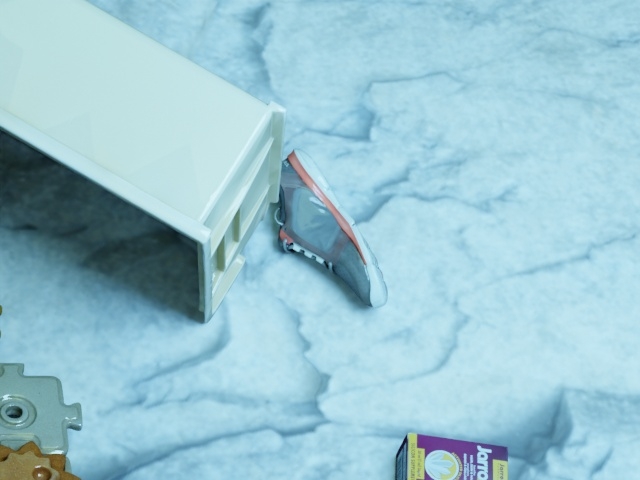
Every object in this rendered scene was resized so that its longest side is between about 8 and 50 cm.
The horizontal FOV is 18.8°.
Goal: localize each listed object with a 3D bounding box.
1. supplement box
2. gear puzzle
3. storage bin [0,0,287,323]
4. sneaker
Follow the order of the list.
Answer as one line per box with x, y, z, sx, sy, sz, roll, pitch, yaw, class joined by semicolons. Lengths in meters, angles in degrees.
0.103;0.189;1.518;0.083;0.043;0.055;8;56;-9;supplement box
-0.257;0.144;1.422;0.175;0.044;0.339;2;44;-16;gear puzzle
-0.171;-0.074;1.494;0.262;0.260;0.123;29;74;6;storage bin
0.000;0.000;1.616;0.065;0.061;0.158;-32;67;0;sneaker
